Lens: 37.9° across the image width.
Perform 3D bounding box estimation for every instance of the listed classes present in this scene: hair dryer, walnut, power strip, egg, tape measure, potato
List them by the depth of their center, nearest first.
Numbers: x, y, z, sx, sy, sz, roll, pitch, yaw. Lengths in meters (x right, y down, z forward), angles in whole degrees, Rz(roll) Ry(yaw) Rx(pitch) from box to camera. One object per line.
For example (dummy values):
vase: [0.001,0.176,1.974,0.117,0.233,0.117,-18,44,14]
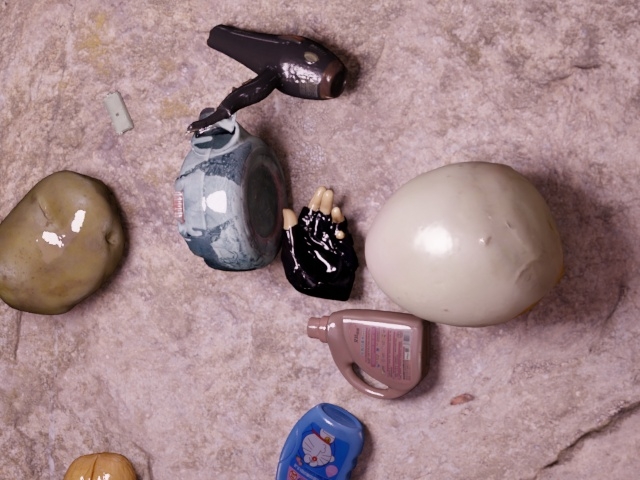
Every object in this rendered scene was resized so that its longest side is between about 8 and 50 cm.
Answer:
egg: [0.237,0.010,1.594,0.345,0.283,0.283,-9,95,27]
hair dryer: [-0.151,-0.285,1.669,0.303,0.359,0.120,26,133,22]
tape measure: [-0.164,-0.078,1.744,0.147,0.256,0.275,-2,71,22]
potato: [-0.539,0.013,1.915,0.243,0.221,0.326,40,100,-1]
power strip: [-0.421,-0.265,1.936,0.040,0.016,0.090,-23,89,23]
walnut: [-0.477,0.556,2.011,0.165,0.165,0.197,8,94,19]

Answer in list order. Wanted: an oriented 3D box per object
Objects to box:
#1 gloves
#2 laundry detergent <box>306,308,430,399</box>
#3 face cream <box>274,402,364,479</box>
gloves: [0.000,0.000,1.772,0.164,0.124,0.203,13,76,-11]
laundry detergent: [0.090,0.217,1.789,0.237,0.076,0.171,3,99,20]
face cream: [-0.015,0.456,1.862,0.149,0.083,0.264,30,108,17]
